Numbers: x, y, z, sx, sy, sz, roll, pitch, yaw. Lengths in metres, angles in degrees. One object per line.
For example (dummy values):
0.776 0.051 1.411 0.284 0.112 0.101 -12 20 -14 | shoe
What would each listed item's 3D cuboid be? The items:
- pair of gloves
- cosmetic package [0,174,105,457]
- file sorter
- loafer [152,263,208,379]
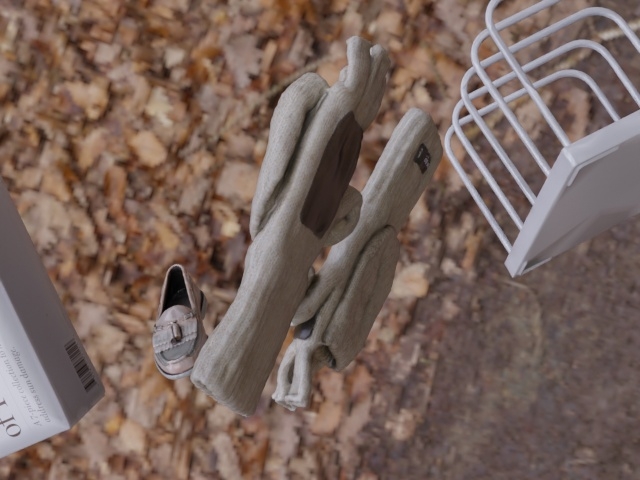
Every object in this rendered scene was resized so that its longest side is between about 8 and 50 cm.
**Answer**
0.000 0.000 0.721 0.042 0.240 0.204 21 86 17 | pair of gloves
-0.186 -0.019 0.516 0.099 0.060 0.239 -24 96 9 | cosmetic package
0.237 -0.120 1.166 0.173 0.193 0.277 60 168 16 | file sorter
-0.111 0.061 0.984 0.045 0.039 0.125 -18 25 5 | loafer
